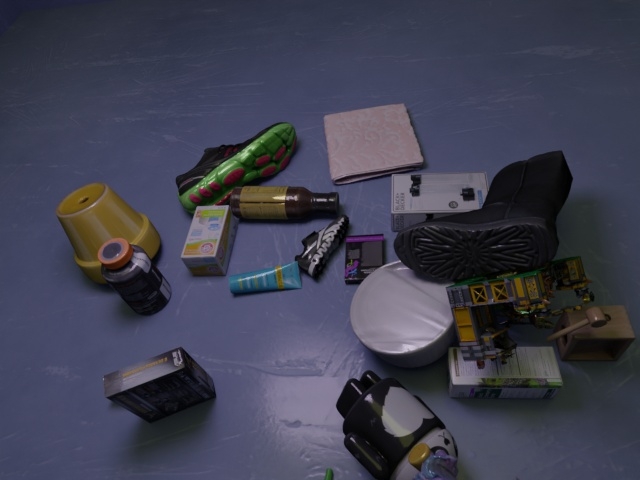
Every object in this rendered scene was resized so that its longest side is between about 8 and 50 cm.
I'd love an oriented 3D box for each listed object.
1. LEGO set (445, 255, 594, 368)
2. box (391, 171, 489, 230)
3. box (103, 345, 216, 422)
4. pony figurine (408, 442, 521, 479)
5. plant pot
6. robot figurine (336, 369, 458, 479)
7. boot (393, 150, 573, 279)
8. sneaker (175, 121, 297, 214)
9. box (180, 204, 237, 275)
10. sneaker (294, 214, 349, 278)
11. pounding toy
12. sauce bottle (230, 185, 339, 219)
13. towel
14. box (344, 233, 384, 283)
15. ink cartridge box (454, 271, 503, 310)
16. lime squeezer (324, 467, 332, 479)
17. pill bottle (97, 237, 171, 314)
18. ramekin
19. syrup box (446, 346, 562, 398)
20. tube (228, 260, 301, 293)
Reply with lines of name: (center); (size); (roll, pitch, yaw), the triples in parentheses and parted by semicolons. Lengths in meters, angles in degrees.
LEGO set: (0.437, 0.160, 1.022); (0.254, 0.331, 0.192); (-16, 85, 39)
box: (0.360, -0.119, 1.450); (0.289, 0.087, 0.169); (0, 53, 11)
box: (-0.374, 0.350, 1.136); (0.182, 0.231, 0.056); (-20, 55, -4)
pony figurine: (0.250, 0.547, 0.826); (0.351, 0.303, 0.364); (-39, 97, -6)
plant pot: (-0.661, -0.038, 1.455); (0.253, 0.239, 0.254); (-12, 39, 10)
robot figurine: (0.161, 0.411, 1.023); (0.209, 0.174, 0.278); (-39, 55, -15)
boot: (0.427, -0.084, 1.214); (0.366, 0.146, 0.445); (-2, 30, 32)
sneaker: (-0.292, -0.285, 1.642); (0.482, 0.185, 0.202); (-34, 58, -17)
box: (-0.341, 0.000, 1.480); (0.114, 0.103, 0.203); (-1, 53, 11)
sneaker: (0.000, 0.000, 1.432); (0.106, 0.078, 0.234); (23, 62, 22)
pounding toy: (0.602, 0.191, 1.089); (0.180, 0.206, 0.094); (-2, 52, 10)
sauce bottle: (-0.112, -0.119, 1.527); (0.343, 0.111, 0.112); (3, 53, 11)
towel: (0.177, -0.349, 1.685); (0.316, 0.053, 0.332); (-8, 52, 3)
box: (0.130, 0.053, 1.398); (0.115, 0.029, 0.162); (-3, 51, 10)
ink cartridge box: (0.391, 0.073, 1.290); (0.188, 0.097, 0.255); (-18, 51, -3)
lime squeezer: (-0.041, 0.618, 0.961); (0.058, 0.110, 0.310); (39, 65, 1)
pill bottle: (-0.531, 0.098, 1.349); (0.130, 0.246, 0.131); (-5, 52, 6)
ramekin: (0.219, 0.189, 1.186); (0.272, 0.127, 0.273); (-15, 46, 16)
syrup box: (0.417, 0.308, 1.106); (0.236, 0.093, 0.097); (-3, 53, 8)
tube: (-0.162, 0.115, 1.392); (0.206, 0.052, 0.080); (-9, 94, 3)
